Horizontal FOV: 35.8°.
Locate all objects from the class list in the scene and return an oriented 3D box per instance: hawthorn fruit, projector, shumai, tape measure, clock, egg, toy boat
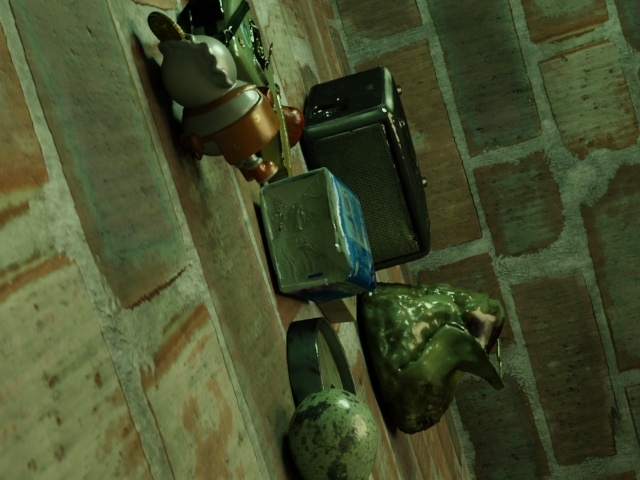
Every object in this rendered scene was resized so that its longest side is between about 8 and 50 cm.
[{"bbox_3d":[-0.073,-0.216,1.930,0.081,0.081,0.093,-37,140,-79],"label":"hawthorn fruit"},{"bbox_3d":[0.127,-0.180,2.467,0.395,0.242,0.405,-86,159,-65],"label":"projector"},{"bbox_3d":[0.291,0.245,2.436,0.395,0.348,0.395,-20,90,-81],"label":"shumai"},{"bbox_3d":[-0.141,-0.303,1.559,0.235,0.115,0.207,58,22,-58],"label":"tape measure"},{"bbox_3d":[0.013,0.265,1.692,0.280,0.055,0.280,-16,90,-80],"label":"clock"},{"bbox_3d":[0.020,0.301,1.455,0.132,0.132,0.172,-70,154,-73],"label":"egg"},{"bbox_3d":[-0.088,-0.190,1.805,0.088,0.068,0.226,65,12,-70],"label":"toy boat"}]

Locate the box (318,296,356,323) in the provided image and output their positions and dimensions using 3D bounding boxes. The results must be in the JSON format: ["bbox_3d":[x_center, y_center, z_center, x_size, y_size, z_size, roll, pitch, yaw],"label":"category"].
[{"bbox_3d":[0.030,0.051,2.015,0.141,0.058,0.201,57,29,-58],"label":"box"}]

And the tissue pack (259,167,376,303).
[{"bbox_3d":[0.000,0.000,1.762,0.263,0.146,0.198,33,44,-77],"label":"tissue pack"}]

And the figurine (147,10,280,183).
[{"bbox_3d":[-0.150,-0.187,1.336,0.271,0.143,0.143,42,28,-34],"label":"figurine"}]
